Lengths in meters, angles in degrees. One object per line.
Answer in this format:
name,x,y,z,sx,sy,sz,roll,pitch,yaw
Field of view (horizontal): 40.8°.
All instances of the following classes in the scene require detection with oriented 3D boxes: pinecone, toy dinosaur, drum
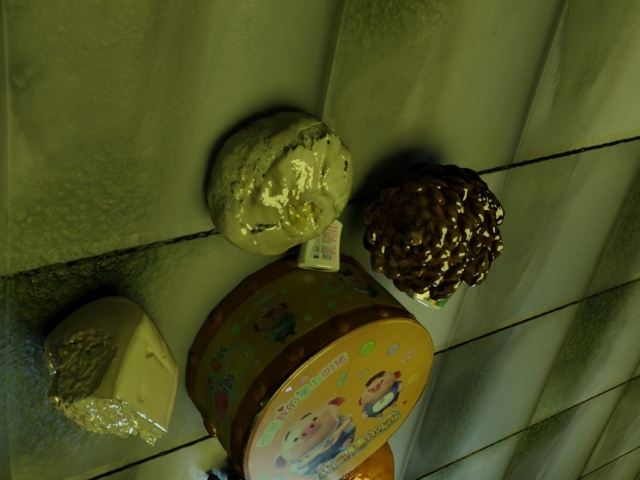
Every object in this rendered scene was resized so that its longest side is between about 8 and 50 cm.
pinecone,0.208,-0.029,1.497,0.257,0.244,0.243,-34,142,-35
toy dinosaur,-0.144,0.529,1.744,0.087,0.187,0.179,-37,114,-7
drum,-0.014,0.240,1.555,0.431,0.214,0.431,-24,137,-25

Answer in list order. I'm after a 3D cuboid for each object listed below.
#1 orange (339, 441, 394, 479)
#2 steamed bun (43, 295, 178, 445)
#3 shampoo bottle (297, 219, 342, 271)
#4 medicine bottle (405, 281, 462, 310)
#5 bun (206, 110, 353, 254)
orange,0.029,0.481,1.791,0.261,0.261,0.261,-24,137,-24
steamed bun,-0.317,0.209,1.292,0.171,0.199,0.225,-4,143,13
shampoo bottle,0.000,0.000,1.456,0.072,0.043,0.099,9,78,-19
medicine bottle,0.265,0.035,1.724,0.115,0.078,0.219,27,104,-48
bun,-0.047,-0.079,1.297,0.239,0.141,0.239,-21,134,-23
